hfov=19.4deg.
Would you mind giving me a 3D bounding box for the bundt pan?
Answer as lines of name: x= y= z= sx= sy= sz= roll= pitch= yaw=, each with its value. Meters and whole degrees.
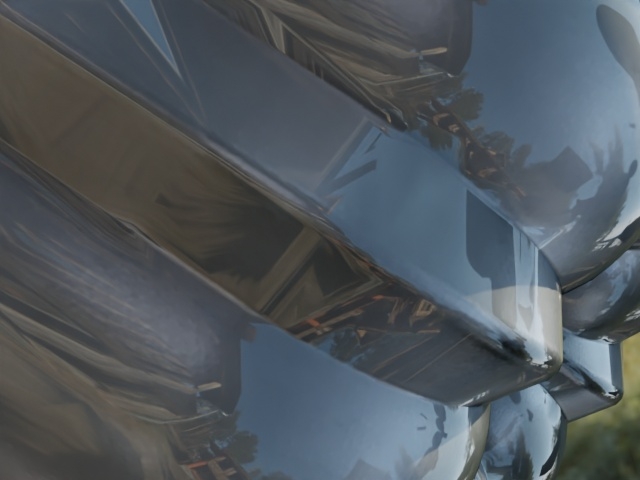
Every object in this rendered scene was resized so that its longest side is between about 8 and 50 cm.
bundt pan: x=0.019 y=0.002 z=0.473 sx=0.124 sy=0.331 sz=0.331 roll=33 pitch=18 yaw=14
